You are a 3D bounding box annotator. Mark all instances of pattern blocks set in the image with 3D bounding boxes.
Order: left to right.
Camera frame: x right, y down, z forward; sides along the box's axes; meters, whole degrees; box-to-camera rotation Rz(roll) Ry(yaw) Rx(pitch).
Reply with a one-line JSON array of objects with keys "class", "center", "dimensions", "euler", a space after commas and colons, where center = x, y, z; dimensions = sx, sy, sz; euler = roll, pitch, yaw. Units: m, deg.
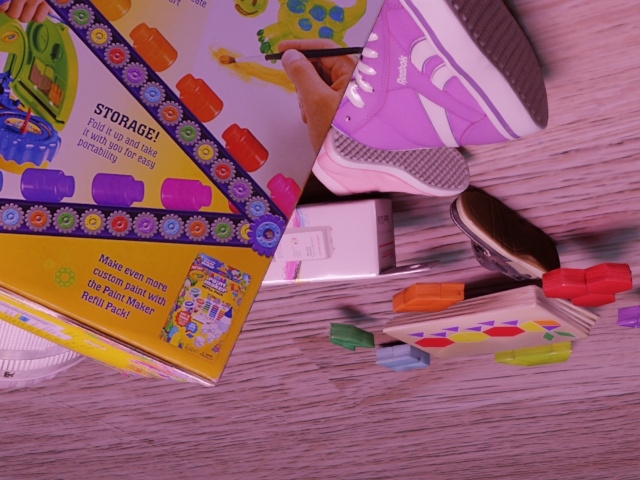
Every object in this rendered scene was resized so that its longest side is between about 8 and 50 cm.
[{"class": "pattern blocks set", "center": [0.173, 0.083, 1.242], "dimensions": [0.325, 0.026, 0.285], "euler": [-9, 158, 23]}]

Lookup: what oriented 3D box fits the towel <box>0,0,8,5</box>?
[{"class": "towel", "center": [-0.055, -0.253, 0.462], "dimensions": [0.227, 0.308, 0.076], "euler": [-14, -168, -30]}]

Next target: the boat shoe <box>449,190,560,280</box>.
[{"class": "boat shoe", "center": [0.161, 0.005, 1.123], "dimensions": [0.049, 0.056, 0.152], "euler": [-28, 138, 33]}]

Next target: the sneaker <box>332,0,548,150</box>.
[{"class": "sneaker", "center": [0.043, -0.140, 0.853], "dimensions": [0.161, 0.102, 0.282], "euler": [-8, 147, 24]}]

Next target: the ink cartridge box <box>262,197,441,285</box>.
[{"class": "ink cartridge box", "center": [0.000, 0.000, 1.074], "dimensions": [0.198, 0.067, 0.115], "euler": [-4, -177, 10]}]

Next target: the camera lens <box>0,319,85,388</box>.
[{"class": "camera lens", "center": [-0.227, -0.030, 0.939], "dimensions": [0.219, 0.219, 0.274], "euler": [12, 148, -14]}]

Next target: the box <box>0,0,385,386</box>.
[{"class": "box", "center": [-0.103, -0.085, 0.669], "dimensions": [0.177, 0.279, 0.290], "euler": [26, 168, -12]}]

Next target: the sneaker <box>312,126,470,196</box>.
[{"class": "sneaker", "center": [0.053, -0.062, 1.033], "dimensions": [0.134, 0.051, 0.070], "euler": [12, 159, -23]}]
